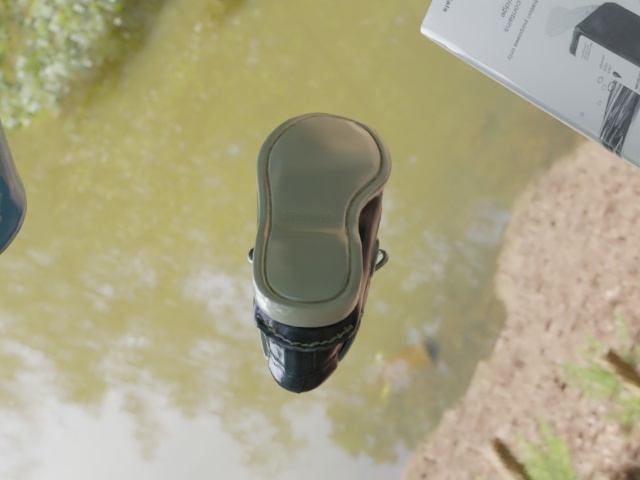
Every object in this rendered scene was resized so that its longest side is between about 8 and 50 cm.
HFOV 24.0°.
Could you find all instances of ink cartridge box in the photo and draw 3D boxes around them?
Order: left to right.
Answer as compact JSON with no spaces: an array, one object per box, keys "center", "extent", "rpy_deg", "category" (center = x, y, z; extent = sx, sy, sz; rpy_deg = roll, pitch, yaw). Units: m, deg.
[{"center":[0.231,-0.110,0.911],"extent":[0.273,0.197,0.114],"rpy_deg":[39,117,33],"category":"ink cartridge box"}]

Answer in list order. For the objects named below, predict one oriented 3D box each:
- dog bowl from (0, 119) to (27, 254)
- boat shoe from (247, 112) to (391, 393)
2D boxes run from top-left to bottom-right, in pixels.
[{"center":[-0.264,-0.010,0.734],"extent":[0.297,0.166,0.074],"rpy_deg":[-55,-23,-49],"category":"dog bowl"},{"center":[0.000,0.000,0.996],"extent":[0.254,0.095,0.079],"rpy_deg":[-89,5,-56],"category":"boat shoe"}]
